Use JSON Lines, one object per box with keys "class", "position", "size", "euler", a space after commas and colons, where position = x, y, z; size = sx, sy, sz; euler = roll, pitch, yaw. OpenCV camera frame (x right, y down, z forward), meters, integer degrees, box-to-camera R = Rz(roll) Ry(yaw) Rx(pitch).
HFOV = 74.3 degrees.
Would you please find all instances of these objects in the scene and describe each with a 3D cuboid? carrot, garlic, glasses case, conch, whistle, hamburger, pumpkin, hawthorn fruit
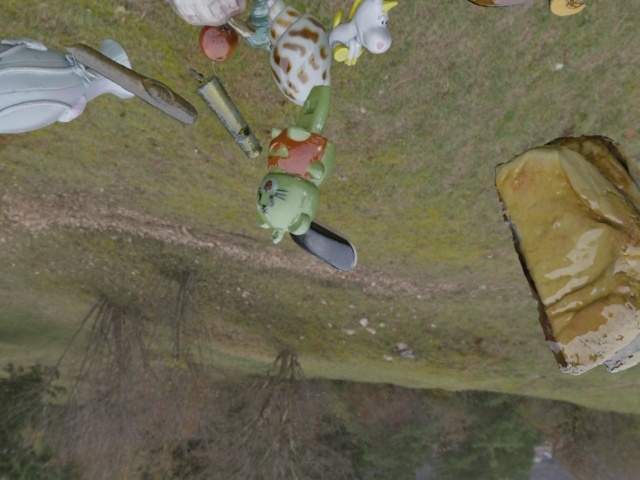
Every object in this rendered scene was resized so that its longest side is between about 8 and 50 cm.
{"class": "carrot", "position": [-0.462, -0.395, 1.070], "size": [0.070, 0.070, 0.342], "euler": [-26, 146, 34]}
{"class": "garlic", "position": [-0.254, -0.633, 1.098], "size": [0.244, 0.245, 0.253], "euler": [-15, 152, 19]}
{"class": "glasses case", "position": [0.000, 0.000, 1.431], "size": [0.075, 0.314, 0.122], "euler": [-26, 131, -37]}
{"class": "conch", "position": [-0.060, -0.477, 1.070], "size": [0.182, 0.275, 0.148], "euler": [-15, -179, 33]}
{"class": "whistle", "position": [-0.215, -0.290, 0.999], "size": [0.068, 0.057, 0.326], "euler": [37, 175, 18]}
{"class": "conch", "position": [-0.221, -0.877, 1.726], "size": [0.220, 0.195, 0.277], "euler": [-41, 155, -18]}
{"class": "hamburger", "position": [0.279, -0.008, 0.431], "size": [0.124, 0.262, 0.131], "euler": [5, 150, -23]}
{"class": "pumpkin", "position": [0.637, -0.653, 1.022], "size": [0.118, 0.108, 0.183], "euler": [-1, 165, -15]}
{"class": "hawthorn fruit", "position": [-0.470, -0.841, 1.879], "size": [0.165, 0.165, 0.285], "euler": [12, 157, -25]}
{"class": "whistle", "position": [-0.039, -0.134, 0.733], "size": [0.106, 0.289, 0.131], "euler": [18, 176, -43]}

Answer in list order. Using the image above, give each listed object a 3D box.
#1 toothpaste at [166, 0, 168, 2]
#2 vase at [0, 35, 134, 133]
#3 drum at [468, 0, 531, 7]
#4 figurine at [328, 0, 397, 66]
{"class": "toothpaste", "position": [-0.519, -0.877, 1.489], "size": [0.083, 0.017, 0.020], "euler": [-30, 165, 20]}
{"class": "vase", "position": [-0.782, -0.465, 1.236], "size": [0.445, 0.250, 0.250], "euler": [-34, 171, -38]}
{"class": "drum", "position": [0.566, -0.899, 1.181], "size": [0.430, 0.432, 0.214], "euler": [-19, 148, 24]}
{"class": "figurine", "position": [0.094, -0.468, 0.926], "size": [0.178, 0.130, 0.109], "euler": [-6, -168, 46]}
